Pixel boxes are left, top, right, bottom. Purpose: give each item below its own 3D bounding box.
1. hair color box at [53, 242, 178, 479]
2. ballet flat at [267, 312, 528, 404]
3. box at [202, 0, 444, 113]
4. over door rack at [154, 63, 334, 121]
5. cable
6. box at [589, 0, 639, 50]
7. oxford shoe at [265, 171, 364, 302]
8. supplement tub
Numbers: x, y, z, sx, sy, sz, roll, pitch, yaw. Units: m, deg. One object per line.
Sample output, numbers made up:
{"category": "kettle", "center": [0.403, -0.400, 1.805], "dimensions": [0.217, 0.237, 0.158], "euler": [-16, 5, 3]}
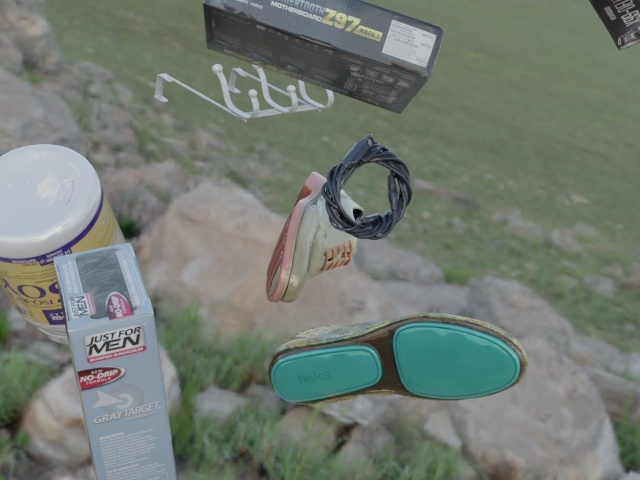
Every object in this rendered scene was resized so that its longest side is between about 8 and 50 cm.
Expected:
{"category": "hair color box", "center": [-0.279, 0.214, 1.502], "dimensions": [0.113, 0.375, 0.185], "euler": [-12, 33, -14]}
{"category": "ballet flat", "center": [0.101, 0.149, 1.427], "dimensions": [0.348, 0.123, 0.123], "euler": [-8, 11, 18]}
{"category": "box", "center": [-0.003, -0.207, 1.110], "dimensions": [0.232, 0.059, 0.183], "euler": [19, -6, -2]}
{"category": "over door rack", "center": [-0.165, -0.335, 2.287], "dimensions": [0.324, 0.108, 0.239], "euler": [18, 22, 42]}
{"category": "cable", "center": [0.077, -0.075, 1.784], "dimensions": [0.047, 0.150, 0.184], "euler": [-7, 39, 50]}
{"category": "box", "center": [0.438, -0.474, 1.699], "dimensions": [0.076, 0.243, 0.307], "euler": [-20, -23, 24]}
{"category": "oxford shoe", "center": [0.000, 0.000, 2.017], "dimensions": [0.146, 0.140, 0.397], "euler": [25, 35, -2]}
{"category": "supplement tub", "center": [-0.476, 0.015, 1.953], "dimensions": [0.241, 0.331, 0.241], "euler": [-5, 51, 6]}
